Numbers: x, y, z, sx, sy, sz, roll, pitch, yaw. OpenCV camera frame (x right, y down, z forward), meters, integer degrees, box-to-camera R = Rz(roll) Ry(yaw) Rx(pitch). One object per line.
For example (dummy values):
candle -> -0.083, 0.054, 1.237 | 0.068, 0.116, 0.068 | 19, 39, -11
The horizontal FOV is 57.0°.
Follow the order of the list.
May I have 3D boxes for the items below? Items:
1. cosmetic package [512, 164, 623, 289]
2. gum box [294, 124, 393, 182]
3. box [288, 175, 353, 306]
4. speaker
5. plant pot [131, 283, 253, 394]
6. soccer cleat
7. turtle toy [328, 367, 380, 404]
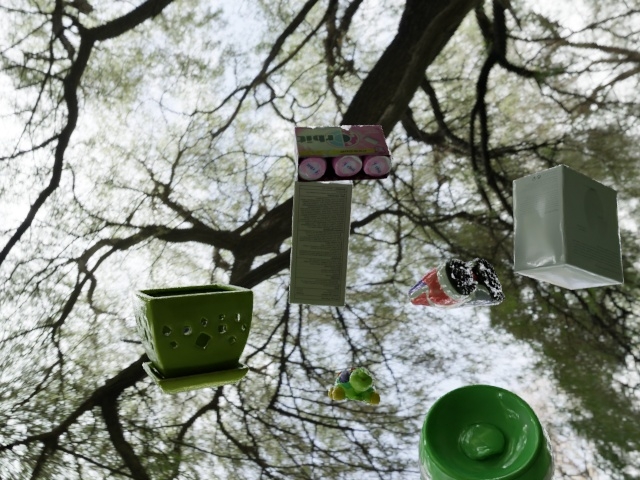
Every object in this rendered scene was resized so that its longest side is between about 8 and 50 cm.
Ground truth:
cosmetic package -> 0.560, -0.021, 1.341 | 0.224, 0.138, 0.225 | 16, -111, -33
gum box -> 0.044, -0.172, 1.162 | 0.188, 0.062, 0.107 | -3, -138, -5
box -> 0.000, 0.000, 1.475 | 0.147, 0.121, 0.311 | 5, -77, 0
speaker -> 0.180, 0.287, 0.620 | 0.131, 0.131, 0.297 | -45, -46, -33
plant pot -> -0.282, 0.210, 1.300 | 0.228, 0.227, 0.207 | -4, -89, -26
soccer cleat -> 0.311, 0.105, 1.315 | 0.318, 0.116, 0.109 | 8, -121, -53
turtle toy -> 0.070, 0.279, 1.135 | 0.095, 0.130, 0.066 | 8, -104, -7
